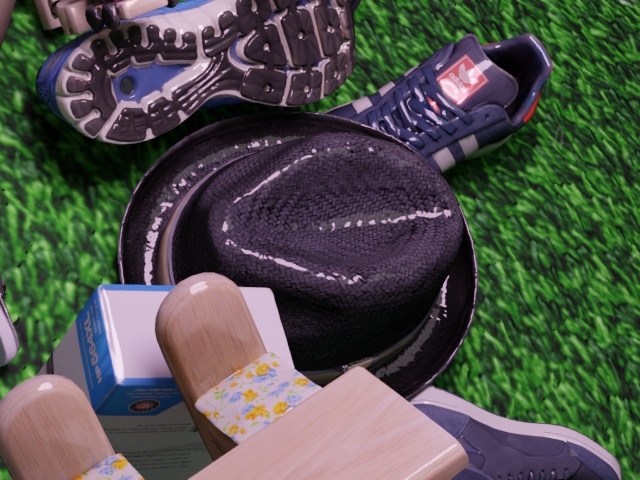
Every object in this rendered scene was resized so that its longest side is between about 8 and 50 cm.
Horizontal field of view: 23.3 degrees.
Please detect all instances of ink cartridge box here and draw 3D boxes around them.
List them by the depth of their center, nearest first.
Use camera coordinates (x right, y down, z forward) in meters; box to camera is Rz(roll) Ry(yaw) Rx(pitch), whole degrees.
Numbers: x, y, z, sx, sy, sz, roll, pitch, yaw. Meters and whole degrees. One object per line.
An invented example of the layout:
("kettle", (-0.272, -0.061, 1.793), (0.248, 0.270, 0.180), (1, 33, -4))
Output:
("ink cartridge box", (-0.133, 0.120, 1.181), (0.148, 0.203, 0.086), (2, 57, -33))

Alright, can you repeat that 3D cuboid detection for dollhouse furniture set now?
("dollhouse furniture set", (-0.111, 0.178, 0.865), (0.394, 0.256, 0.362), (-33, 36, -18))

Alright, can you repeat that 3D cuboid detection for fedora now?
("fedora", (0.000, 0.000, 1.335), (0.334, 0.152, 0.334), (7, 67, -16))

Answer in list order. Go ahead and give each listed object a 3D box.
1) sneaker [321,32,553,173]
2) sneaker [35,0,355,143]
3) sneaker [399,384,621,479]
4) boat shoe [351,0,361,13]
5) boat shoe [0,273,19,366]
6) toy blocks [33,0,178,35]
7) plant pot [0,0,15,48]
("sneaker", (0.104, -0.126, 1.544), (0.350, 0.148, 0.131), (-32, 81, -43))
("sneaker", (-0.112, -0.177, 1.416), (0.330, 0.147, 0.130), (-16, 109, -32))
("sneaker", (0.164, 0.233, 1.370), (0.226, 0.086, 0.163), (17, 40, -11))
("boat shoe", (-0.007, -0.285, 1.603), (0.127, 0.113, 0.340), (38, 47, -5))
("boat shoe", (-0.276, 0.035, 1.251), (0.040, 0.049, 0.142), (-21, 71, -41))
("toy blocks", (-0.149, -0.352, 1.375), (0.309, 0.288, 0.260), (-26, 108, -29))
("plant pot", (-0.340, -0.292, 1.278), (0.256, 0.274, 0.256), (17, 52, -23))
